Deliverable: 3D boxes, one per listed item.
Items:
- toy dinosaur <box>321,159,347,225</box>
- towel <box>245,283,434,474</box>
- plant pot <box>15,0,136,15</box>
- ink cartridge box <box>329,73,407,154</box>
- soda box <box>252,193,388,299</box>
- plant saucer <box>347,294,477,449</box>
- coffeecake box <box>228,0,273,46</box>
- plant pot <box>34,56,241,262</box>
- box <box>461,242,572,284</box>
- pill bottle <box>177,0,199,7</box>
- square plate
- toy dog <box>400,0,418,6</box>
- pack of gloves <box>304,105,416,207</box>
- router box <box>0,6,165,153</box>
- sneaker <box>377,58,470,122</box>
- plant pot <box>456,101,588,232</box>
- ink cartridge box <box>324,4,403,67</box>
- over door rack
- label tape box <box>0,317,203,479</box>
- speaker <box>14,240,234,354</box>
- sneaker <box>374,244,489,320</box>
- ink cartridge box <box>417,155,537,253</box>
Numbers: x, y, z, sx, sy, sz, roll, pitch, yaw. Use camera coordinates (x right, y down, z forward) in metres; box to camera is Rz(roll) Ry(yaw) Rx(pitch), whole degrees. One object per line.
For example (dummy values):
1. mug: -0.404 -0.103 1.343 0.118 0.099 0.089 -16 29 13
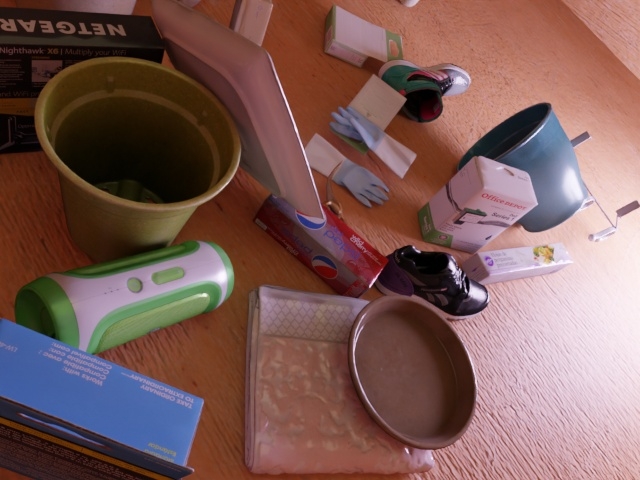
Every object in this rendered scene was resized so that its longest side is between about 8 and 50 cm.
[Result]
1. toy dinosaur: 0.024 -0.075 1.128 0.112 0.064 0.212 2 66 -49
2. towel: 0.032 0.239 0.914 0.331 0.053 0.317 10 55 -22
3. plant pot: -0.468 -0.567 1.011 0.333 0.305 0.334 14 53 -20
4. ink cartridge box: 0.113 -0.303 1.302 0.109 0.062 0.209 37 69 -3
5. soda box: 0.000 0.000 1.035 0.263 0.083 0.092 41 49 0
6. plant saucer: 0.162 0.230 0.933 0.277 0.041 0.278 16 54 -24
7. coffeecake box: -0.168 -0.515 1.216 0.068 0.142 0.185 12 35 -19
8. plant pot: -0.295 -0.093 0.821 0.276 0.254 0.276 15 53 -20
9. box: 0.491 0.056 1.285 0.324 0.067 0.063 -5 61 -31
10. pill bottle: -0.370 -0.667 1.262 0.186 0.112 0.112 38 49 -1
11. square plate: -0.147 -0.217 0.890 0.049 0.344 0.347 -38 52 -15
12. toy dog: 0.196 -0.968 1.613 0.408 0.395 0.285 -1 68 -40
13. pack of gloves: 0.096 -0.202 1.211 0.232 0.046 0.195 34 69 -5
14. router box: -0.437 -0.255 0.859 0.308 0.243 0.081 -13 66 -36
15. sneaker: 0.321 -0.415 1.467 0.295 0.124 0.178 -3 55 -22
16. plant pot: 0.544 -0.171 1.353 0.255 0.271 0.272 48 48 -11
17. ink cartridge box: 0.128 -0.573 1.516 0.235 0.056 0.171 17 52 -21
18. over door rack: 0.737 -0.129 1.444 0.239 0.108 0.324 64 12 19
19. label tape box: -0.268 0.197 0.585 0.240 0.334 0.106 27 50 -11
20. speaker: -0.270 0.081 0.765 0.296 0.131 0.131 -18 68 -52
21. sneaker: 0.260 0.087 1.094 0.283 0.124 0.107 15 54 -21
22. ink cartridge box: 0.354 -0.075 1.194 0.160 0.219 0.093 12 54 -22
